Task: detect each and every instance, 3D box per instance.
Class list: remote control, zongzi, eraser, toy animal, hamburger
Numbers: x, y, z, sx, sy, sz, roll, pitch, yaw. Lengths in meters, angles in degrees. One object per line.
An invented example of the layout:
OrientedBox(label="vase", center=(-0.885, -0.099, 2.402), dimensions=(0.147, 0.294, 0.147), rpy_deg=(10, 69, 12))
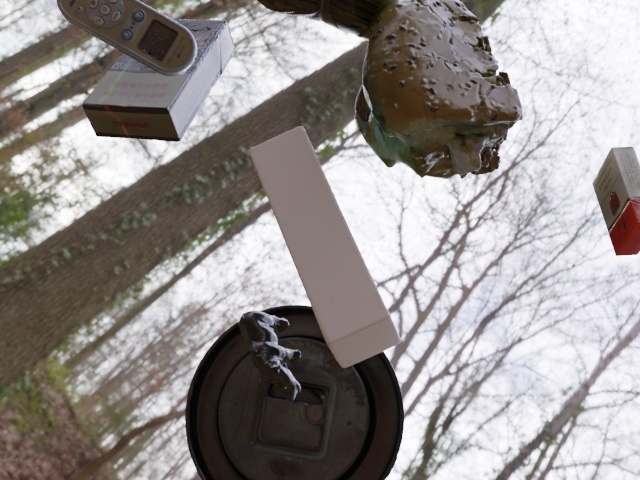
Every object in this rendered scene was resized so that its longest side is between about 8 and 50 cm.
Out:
OrientedBox(label="remote control", center=(-0.313, -0.349, 1.259), dimensions=(0.244, 0.087, 0.047), rpy_deg=(30, -8, -3))
OrientedBox(label="zongzi", center=(0.072, -0.426, 1.093), dimensions=(0.299, 0.145, 0.274), rpy_deg=(21, -67, -4))
OrientedBox(label="eraser", center=(0.001, 0.000, 0.929), dimensions=(0.076, 0.078, 0.298), rpy_deg=(64, 2, -57))
OrientedBox(label="toy animal", center=(-0.058, 0.138, 0.921), dimensions=(0.047, 0.136, 0.065), rpy_deg=(-42, -43, 20))
OrientedBox(label="hamburger", center=(0.131, -0.192, 1.000), dimensions=(0.168, 0.192, 0.288), rpy_deg=(110, -31, -51))

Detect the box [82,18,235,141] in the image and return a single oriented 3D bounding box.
OrientedBox(label="box", center=(-0.323, -0.334, 1.576), dimensions=(0.198, 0.310, 0.084), rpy_deg=(6, -41, 19))

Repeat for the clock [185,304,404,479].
OrientedBox(label="clock", center=(-0.037, 0.256, 1.129), dimensions=(0.318, 0.319, 0.066), rpy_deg=(32, -11, 14))

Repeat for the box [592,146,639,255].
OrientedBox(label="box", center=(0.500, -0.064, 1.272), dimensions=(0.048, 0.152, 0.100), rpy_deg=(-2, -32, -1))
